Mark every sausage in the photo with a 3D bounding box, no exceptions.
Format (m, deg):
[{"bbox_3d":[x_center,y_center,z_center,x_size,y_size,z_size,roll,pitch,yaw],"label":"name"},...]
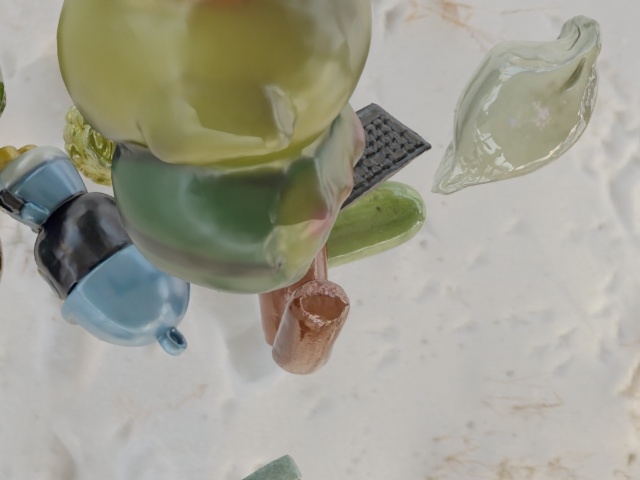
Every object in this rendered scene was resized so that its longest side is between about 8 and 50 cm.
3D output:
[{"bbox_3d":[-0.043,0.047,1.601,0.114,0.113,0.259,-24,130,-24],"label":"sausage"},{"bbox_3d":[-0.014,0.111,1.322,0.077,0.194,0.077,5,58,-9],"label":"sausage"}]

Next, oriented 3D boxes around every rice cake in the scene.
[{"bbox_3d":[-0.095,0.263,1.055,0.171,0.029,0.033,-25,65,-22],"label":"rice cake"}]

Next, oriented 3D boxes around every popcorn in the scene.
[{"bbox_3d":[-0.292,-0.172,1.717,0.235,0.217,0.180,-4,100,-9],"label":"popcorn"}]

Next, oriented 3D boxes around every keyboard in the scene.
[{"bbox_3d":[-0.012,-0.051,0.976,0.250,0.017,0.087,-35,62,-28],"label":"keyboard"}]

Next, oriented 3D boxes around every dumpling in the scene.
[{"bbox_3d":[0.214,-0.149,1.178,0.131,0.179,0.252,34,113,-12],"label":"dumpling"}]

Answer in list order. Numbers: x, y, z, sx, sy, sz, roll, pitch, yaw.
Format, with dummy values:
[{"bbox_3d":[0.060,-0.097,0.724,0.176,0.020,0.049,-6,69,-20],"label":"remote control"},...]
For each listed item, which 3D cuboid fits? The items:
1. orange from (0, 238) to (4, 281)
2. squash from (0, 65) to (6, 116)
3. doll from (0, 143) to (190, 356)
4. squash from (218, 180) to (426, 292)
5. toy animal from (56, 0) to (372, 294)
[{"bbox_3d":[-0.432,0.028,1.212,0.124,0.156,0.156,8,88,-44],"label":"orange"},{"bbox_3d":[-0.517,-0.207,1.220,0.309,0.310,0.310,-2,93,-59],"label":"squash"},{"bbox_3d":[-0.264,0.016,1.248,0.314,0.177,0.141,46,109,11],"label":"doll"},{"bbox_3d":[-0.002,-0.007,1.735,0.371,0.118,0.118,-18,100,-12],"label":"squash"},{"bbox_3d":[-0.065,-0.113,0.689,0.191,0.338,0.216,15,49,12],"label":"toy animal"}]
